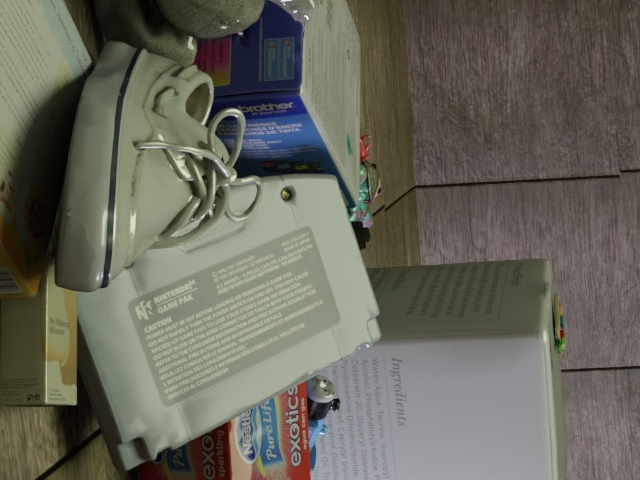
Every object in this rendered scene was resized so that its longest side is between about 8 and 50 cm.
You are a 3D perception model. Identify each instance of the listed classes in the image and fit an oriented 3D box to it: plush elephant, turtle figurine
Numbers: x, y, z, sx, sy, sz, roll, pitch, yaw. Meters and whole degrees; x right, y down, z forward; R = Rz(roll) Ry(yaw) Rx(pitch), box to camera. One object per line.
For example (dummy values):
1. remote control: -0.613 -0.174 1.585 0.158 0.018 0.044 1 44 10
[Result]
1. plush elephant: -0.090 -0.301 1.178 0.330 0.272 0.255 -12 85 -49
2. turtle figurine: 0.044 -0.090 2.080 0.234 0.118 0.175 63 26 -74

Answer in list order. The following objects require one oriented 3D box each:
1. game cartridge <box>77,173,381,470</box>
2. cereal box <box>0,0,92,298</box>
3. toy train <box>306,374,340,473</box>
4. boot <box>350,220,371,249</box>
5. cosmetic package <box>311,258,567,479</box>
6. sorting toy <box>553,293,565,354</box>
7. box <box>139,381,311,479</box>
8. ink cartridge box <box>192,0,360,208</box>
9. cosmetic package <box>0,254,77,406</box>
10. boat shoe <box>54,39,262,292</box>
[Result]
1. game cartridge: -0.087 0.053 1.118 0.297 0.062 0.198 -23 96 -34
2. cereal box: -0.235 -0.101 0.927 0.173 0.047 0.240 74 17 -52
3. toy train: -0.047 0.205 1.356 0.080 0.105 0.184 -95 -157 -57
4. boot: 0.000 0.000 1.734 0.198 0.137 0.077 -94 175 -81
5. cosmetic package: 0.118 0.225 1.655 0.329 0.394 0.327 -49 134 -72
6. sorting toy: 0.309 0.118 1.605 0.062 0.012 0.083 73 17 -45
7. box: -0.096 0.183 1.229 0.123 0.128 0.256 -1 89 -52
8. ink cartridge box: -0.056 -0.234 1.546 0.395 0.151 0.270 62 27 -66
9. cosmetic package: -0.219 0.072 0.972 0.060 0.041 0.115 29 59 -75
10. boat shoe: -0.121 -0.060 1.017 0.367 0.156 0.135 -97 -162 -67
